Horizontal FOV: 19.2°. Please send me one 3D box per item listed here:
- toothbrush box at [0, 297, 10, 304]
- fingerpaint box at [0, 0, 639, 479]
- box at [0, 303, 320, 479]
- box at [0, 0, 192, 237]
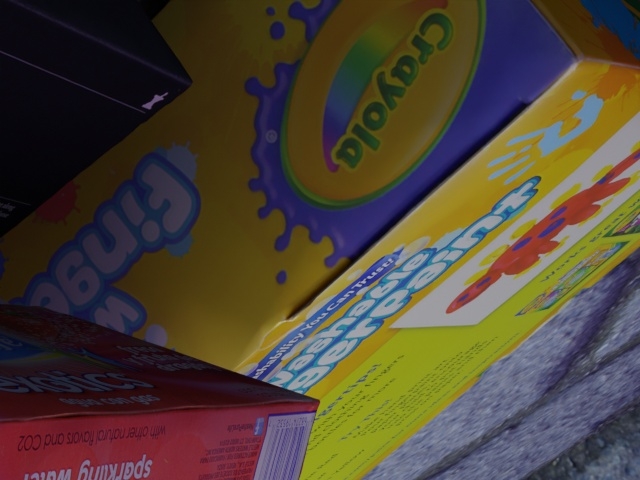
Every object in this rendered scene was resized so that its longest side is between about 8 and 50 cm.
[{"bbox_3d":[-0.260,0.133,0.768,0.283,0.122,0.206,-28,145,-55],"label":"toothbrush box"},{"bbox_3d":[0.000,0.000,1.014,0.445,0.163,0.371,-43,162,24],"label":"fingerpaint box"},{"bbox_3d":[-0.138,0.108,0.642,0.300,0.142,0.154,5,100,-65],"label":"box"},{"bbox_3d":[-0.183,-0.056,0.620,0.184,0.103,0.261,-35,163,12],"label":"box"}]
